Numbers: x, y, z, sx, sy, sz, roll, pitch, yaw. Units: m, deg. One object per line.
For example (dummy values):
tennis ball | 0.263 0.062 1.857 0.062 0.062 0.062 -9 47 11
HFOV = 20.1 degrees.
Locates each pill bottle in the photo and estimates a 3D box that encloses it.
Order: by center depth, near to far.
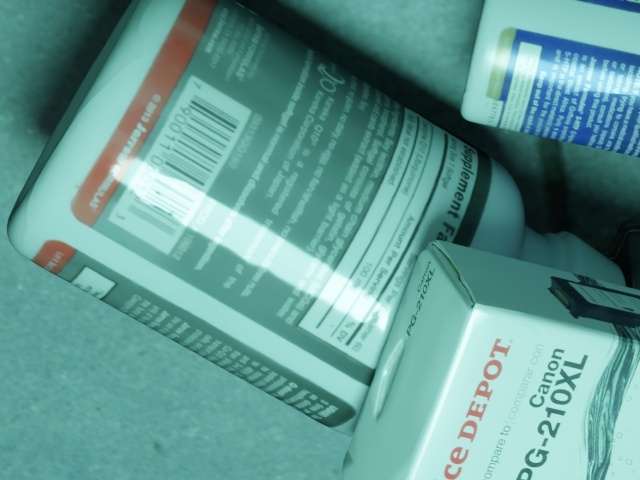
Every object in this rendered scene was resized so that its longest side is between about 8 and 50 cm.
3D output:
pill bottle | 0.187 -0.109 1.109 0.186 0.112 0.112 13 129 3
pill bottle | 0.000 0.000 1.173 0.363 0.210 0.210 31 127 -11

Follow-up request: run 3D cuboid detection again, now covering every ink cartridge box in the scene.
ink cartridge box | 0.153 0.117 1.070 0.237 0.100 0.172 14 109 -16

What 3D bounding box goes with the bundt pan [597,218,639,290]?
bundt pan | 0.309 0.130 1.259 0.330 0.124 0.331 6 127 8
